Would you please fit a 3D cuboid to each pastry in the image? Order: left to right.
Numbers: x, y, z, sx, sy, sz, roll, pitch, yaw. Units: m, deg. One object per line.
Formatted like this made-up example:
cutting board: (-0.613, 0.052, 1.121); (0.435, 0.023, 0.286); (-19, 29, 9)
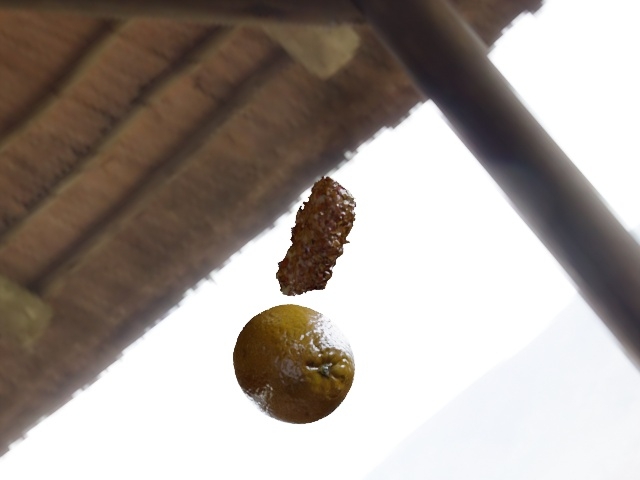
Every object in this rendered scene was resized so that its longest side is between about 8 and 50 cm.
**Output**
pastry: (0.001, 0.001, 1.878); (0.063, 0.087, 0.169); (15, -76, -32)

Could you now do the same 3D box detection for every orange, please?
orange: (-0.016, 0.078, 0.901); (0.085, 0.085, 0.085); (-37, -11, -9)
